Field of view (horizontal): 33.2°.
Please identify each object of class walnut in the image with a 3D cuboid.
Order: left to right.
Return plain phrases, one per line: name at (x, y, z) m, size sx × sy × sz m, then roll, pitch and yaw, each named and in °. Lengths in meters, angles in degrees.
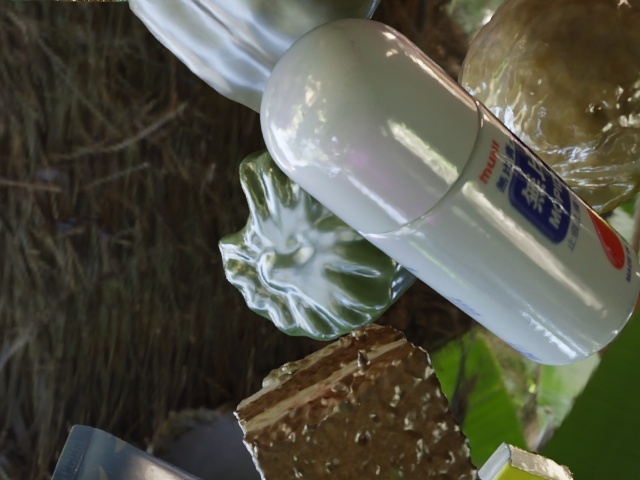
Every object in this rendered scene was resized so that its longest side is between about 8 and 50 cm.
walnut at (0.340, -0.199, 1.326) m, size 0.306 × 0.306 × 0.344 m, roll 35°, pitch -107°, yaw 31°

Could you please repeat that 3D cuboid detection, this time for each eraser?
eraser at (0.345, 0.482, 1.966) m, size 0.158 × 0.226 × 0.069 m, roll 22°, pitch -151°, yaw -18°

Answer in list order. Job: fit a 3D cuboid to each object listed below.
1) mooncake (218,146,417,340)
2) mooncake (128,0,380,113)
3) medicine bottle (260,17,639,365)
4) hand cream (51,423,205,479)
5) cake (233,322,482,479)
mooncake at (0.000, 0.000, 1.769) m, size 0.351 × 0.351 × 0.187 m, roll 25°, pitch -148°, yaw 17°
mooncake at (-0.016, -0.307, 0.962) m, size 0.200 × 0.378 × 0.378 m, roll 32°, pitch -154°, yaw -10°
medicine bottle at (0.097, -0.034, 0.796) m, size 0.341 × 0.130 × 0.130 m, roll 36°, pitch -165°, yaw -33°
hand cream at (-0.069, 0.218, 0.791) m, size 0.271 × 0.058 × 0.091 m, roll 29°, pitch -155°, yaw -12°
cake at (0.044, 0.275, 1.377) m, size 0.255 × 0.282 × 0.290 m, roll -27°, pitch -168°, yaw -10°
